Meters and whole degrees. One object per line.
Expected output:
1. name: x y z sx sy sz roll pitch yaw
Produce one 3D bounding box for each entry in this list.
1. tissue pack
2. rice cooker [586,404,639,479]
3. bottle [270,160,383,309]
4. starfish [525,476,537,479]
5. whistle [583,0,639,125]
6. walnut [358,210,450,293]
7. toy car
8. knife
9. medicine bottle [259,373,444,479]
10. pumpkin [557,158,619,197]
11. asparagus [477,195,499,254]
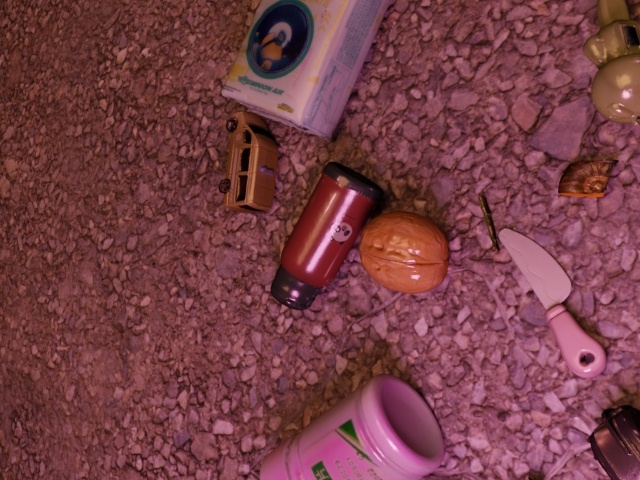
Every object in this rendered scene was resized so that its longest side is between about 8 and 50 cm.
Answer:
1. tissue pack: -0.033 -0.468 1.849 0.287 0.162 0.388 26 93 34
2. rice cooker: 0.513 0.350 1.257 0.106 0.112 0.165 -54 52 23
3. bottle: 0.000 0.000 1.728 0.144 0.144 0.336 38 103 38
4. starfish: 0.329 0.565 1.358 0.311 0.113 0.304 19 94 31
5. whistle: 0.544 -0.321 1.407 0.141 0.141 0.294 -29 44 30
6. walnut: 0.168 0.022 1.582 0.197 0.165 0.165 22 93 32
7. toy car: -0.170 -0.199 1.941 0.124 0.101 0.257 0 80 38
8. knife: 0.428 0.097 1.433 0.081 0.043 0.336 -32 58 15
9. medicine bottle: 0.060 0.431 1.532 0.325 0.212 0.212 -40 58 24
10. pumpkin: 0.497 -0.113 1.433 0.101 0.035 0.073 6 72 43
11. asparagus: 0.338 -0.030 1.549 0.015 0.018 0.127 126 137 -59
